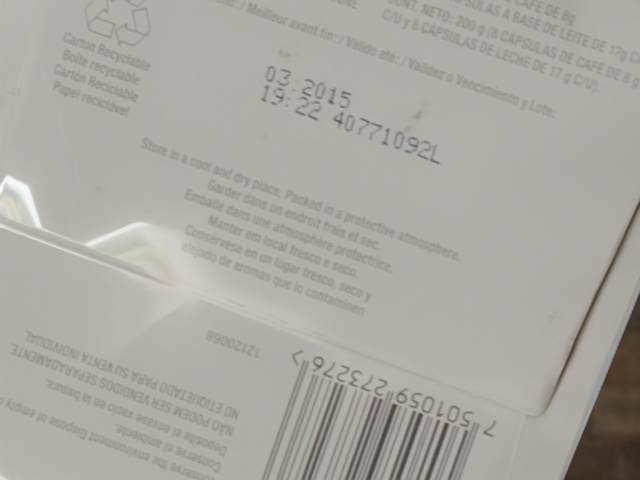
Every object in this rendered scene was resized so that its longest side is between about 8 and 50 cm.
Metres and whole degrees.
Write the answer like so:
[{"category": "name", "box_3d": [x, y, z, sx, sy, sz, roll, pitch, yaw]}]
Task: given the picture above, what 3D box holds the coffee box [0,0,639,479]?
[{"category": "coffee box", "box_3d": [0.000, 0.000, 0.991, 0.337, 0.338, 0.334, 21, 5, 7]}]
